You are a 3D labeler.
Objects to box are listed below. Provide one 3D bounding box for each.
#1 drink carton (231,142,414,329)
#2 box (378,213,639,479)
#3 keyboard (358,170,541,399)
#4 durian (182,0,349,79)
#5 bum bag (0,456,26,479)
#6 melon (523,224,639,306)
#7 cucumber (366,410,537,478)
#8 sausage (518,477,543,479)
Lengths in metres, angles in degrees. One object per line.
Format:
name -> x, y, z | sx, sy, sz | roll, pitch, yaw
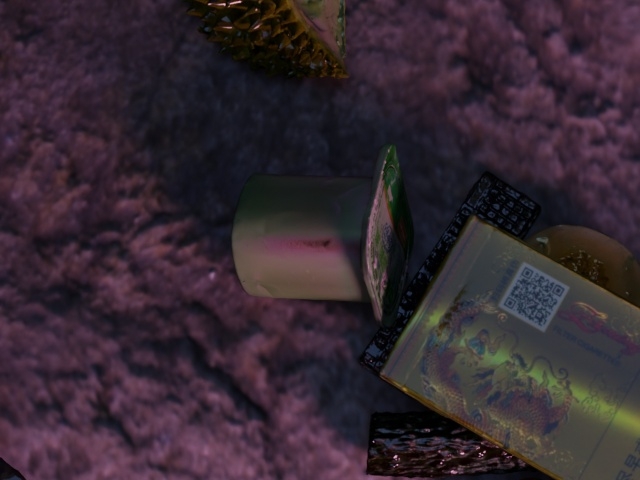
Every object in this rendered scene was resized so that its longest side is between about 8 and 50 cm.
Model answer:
drink carton -> 0.000, 0.000, 1.323 | 0.142, 0.146, 0.144 | 2, 49, 15
box -> 0.227, 0.125, 1.256 | 0.311, 0.043, 0.173 | 29, 84, 10
keyboard -> 0.127, 0.042, 1.369 | 0.072, 0.023, 0.231 | 33, 81, 7
durian -> -0.058, -0.333, 1.443 | 0.169, 0.157, 0.355 | 9, 75, -32
bum bag -> -0.397, 0.193, 1.337 | 0.310, 0.074, 0.137 | 42, 92, 12
melon -> 0.241, 0.054, 1.337 | 0.160, 0.079, 0.128 | 15, 65, 11
cucumber -> 0.187, 0.183, 1.309 | 0.294, 0.067, 0.067 | -4, 77, 1
sausage -> 0.269, 0.308, 1.259 | 0.270, 0.109, 0.109 | 31, 80, 12
